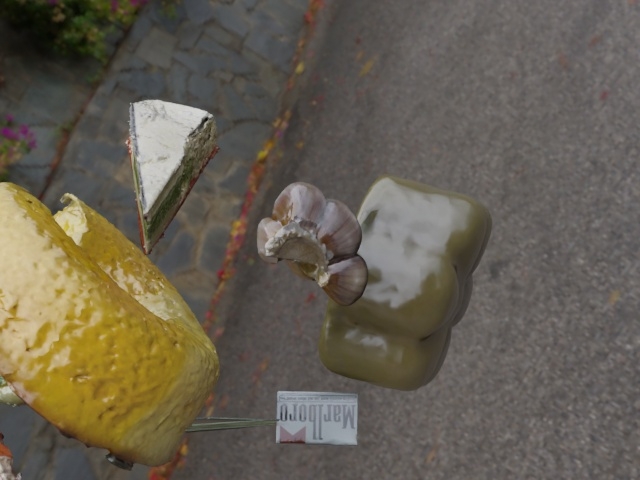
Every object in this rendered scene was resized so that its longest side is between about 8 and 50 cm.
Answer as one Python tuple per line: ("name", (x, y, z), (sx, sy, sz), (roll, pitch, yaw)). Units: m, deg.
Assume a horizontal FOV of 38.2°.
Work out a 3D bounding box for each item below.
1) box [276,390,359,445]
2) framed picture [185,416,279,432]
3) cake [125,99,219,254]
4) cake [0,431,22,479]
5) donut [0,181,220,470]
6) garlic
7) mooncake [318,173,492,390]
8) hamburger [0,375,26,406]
("box", (-0.005, 0.383, 1.990), (0.036, 0.178, 0.115), (93, 178, -77))
("framed picture", (-0.217, 0.315, 1.583), (0.252, 0.197, 0.014), (-15, 75, 55))
("cake", (-0.218, -0.093, 1.158), (0.086, 0.117, 0.220), (98, -167, -47))
("cake", (-0.472, 0.268, 1.236), (0.098, 0.287, 0.135), (-52, -27, 7))
("donut", (-0.277, 0.093, 1.146), (0.163, 0.378, 0.435), (-48, -1, -1))
("garlic", (0.000, 0.000, 1.611), (0.160, 0.214, 0.191), (-61, 11, 9))
("mooncake", (0.178, 0.093, 1.937), (0.467, 0.262, 0.466), (21, -90, -78))
("hamburger", (-0.497, 0.174, 1.699), (0.318, 0.195, 0.277), (-12, 16, 30))
